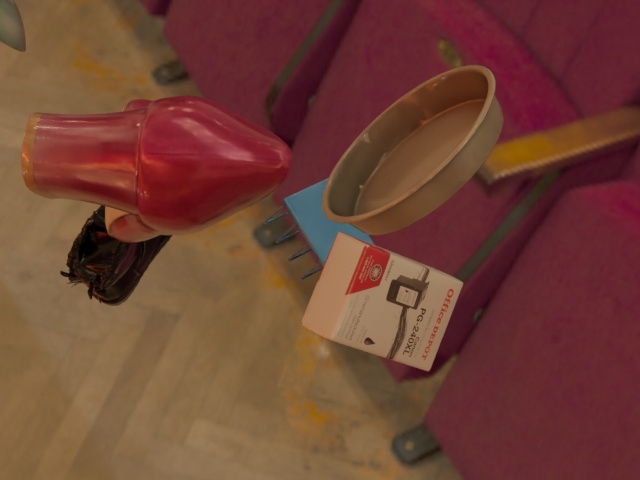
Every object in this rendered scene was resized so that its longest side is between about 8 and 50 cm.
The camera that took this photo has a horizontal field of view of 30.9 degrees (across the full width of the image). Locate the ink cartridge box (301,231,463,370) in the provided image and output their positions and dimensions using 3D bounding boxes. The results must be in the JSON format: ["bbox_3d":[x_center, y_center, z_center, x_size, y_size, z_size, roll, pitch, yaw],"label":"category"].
[{"bbox_3d":[0.070,0.068,1.257,0.150,0.109,0.063,21,1,-36],"label":"ink cartridge box"}]

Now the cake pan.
[{"bbox_3d":[0.129,-0.117,1.564,0.054,0.293,0.293,46,41,-22],"label":"cake pan"}]

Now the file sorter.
[{"bbox_3d":[0.000,0.000,2.030,0.118,0.104,0.170,-27,82,-38],"label":"file sorter"}]

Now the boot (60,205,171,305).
[{"bbox_3d":[-0.136,-0.010,0.817,0.045,0.099,0.121,26,77,6],"label":"boot"}]

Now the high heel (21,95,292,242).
[{"bbox_3d":[-0.059,-0.038,0.603,0.117,0.244,0.082,5,86,6],"label":"high heel"}]

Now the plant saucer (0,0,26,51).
[{"bbox_3d":[-0.425,-0.309,1.412,0.037,0.195,0.195,-46,58,5],"label":"plant saucer"}]
